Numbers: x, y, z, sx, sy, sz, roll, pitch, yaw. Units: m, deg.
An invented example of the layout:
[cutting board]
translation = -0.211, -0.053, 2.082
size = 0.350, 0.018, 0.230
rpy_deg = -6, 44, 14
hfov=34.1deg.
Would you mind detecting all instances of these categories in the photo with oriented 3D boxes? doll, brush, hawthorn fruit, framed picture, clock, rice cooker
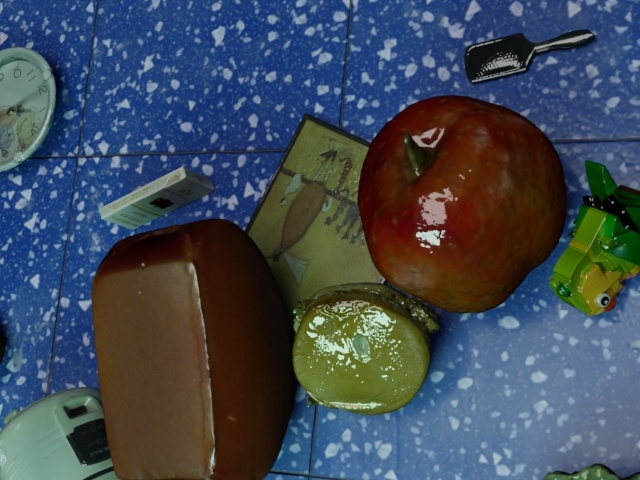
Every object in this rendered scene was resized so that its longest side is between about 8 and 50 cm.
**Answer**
[doll]
translation = 0.370, 0.006, 1.364
size = 0.106, 0.134, 0.186
rpy_deg = 33, 102, 62
[brush]
translation = 0.302, -0.277, 1.516
size = 0.193, 0.016, 0.063
rpy_deg = -11, 76, 23
[hawthorn fruit]
translation = 0.170, -0.064, 1.357
size = 0.287, 0.330, 0.287
rpy_deg = -11, 65, 25
[framed picture]
translation = 0.000, 0.000, 1.597
size = 0.255, 0.014, 0.339
rpy_deg = 28, 92, 27
[clock]
translation = -0.559, -0.232, 1.882
size = 0.236, 0.053, 0.237
rpy_deg = -7, 74, 24
[rice cooker]
translation = -0.365, 0.358, 1.572
size = 0.226, 0.226, 0.244
rpy_deg = -39, 65, 13

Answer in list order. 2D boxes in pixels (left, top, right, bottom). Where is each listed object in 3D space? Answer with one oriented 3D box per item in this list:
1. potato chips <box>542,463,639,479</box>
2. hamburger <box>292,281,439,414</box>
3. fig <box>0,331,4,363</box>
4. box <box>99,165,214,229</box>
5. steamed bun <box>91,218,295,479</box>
[potato chips]
translation = 0.391, 0.461, 1.224
size = 0.358, 0.070, 0.429
rpy_deg = -28, 85, 29
[hamburger]
translation = 0.066, 0.145, 1.459
size = 0.215, 0.122, 0.189
rpy_deg = -8, 109, 18
[fig]
translation = -0.607, 0.147, 1.812
size = 0.124, 0.124, 0.236
rpy_deg = -24, 46, 18
[box]
translation = -0.265, -0.067, 1.691
size = 0.167, 0.090, 0.024
rpy_deg = -24, 69, 19
[steamed bun]
translation = -0.169, 0.166, 1.507
size = 0.235, 0.248, 0.379
rpy_deg = -9, 86, 27
